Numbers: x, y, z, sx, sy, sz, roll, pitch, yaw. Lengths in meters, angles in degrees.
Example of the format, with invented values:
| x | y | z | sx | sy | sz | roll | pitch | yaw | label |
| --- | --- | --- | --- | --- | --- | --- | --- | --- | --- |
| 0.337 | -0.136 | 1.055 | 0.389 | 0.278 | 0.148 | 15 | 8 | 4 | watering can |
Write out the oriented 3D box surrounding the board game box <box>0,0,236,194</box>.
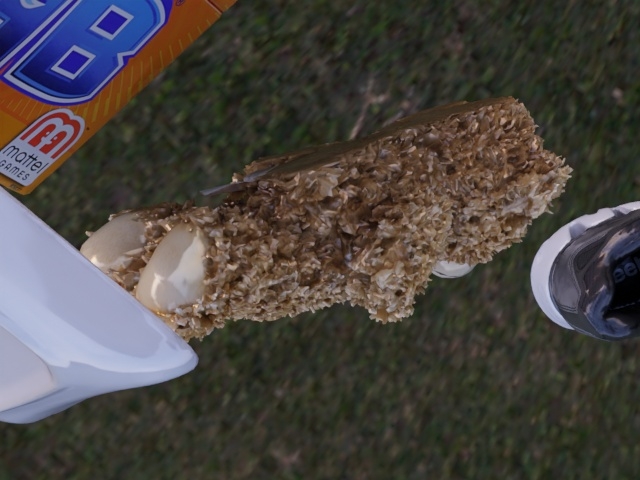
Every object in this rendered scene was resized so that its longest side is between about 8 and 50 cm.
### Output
| x | y | z | sx | sy | sz | roll | pitch | yaw | label |
| --- | --- | --- | --- | --- | --- | --- | --- | --- | --- |
| -0.221 | -0.307 | 1.078 | 0.356 | 0.356 | 0.356 | -42 | 68 | 5 | board game box |

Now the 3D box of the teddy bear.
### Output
| x | y | z | sx | sy | sz | roll | pitch | yaw | label |
| --- | --- | --- | --- | --- | --- | --- | --- | --- | --- |
| 0.000 | 0.000 | 1.199 | 0.245 | 0.338 | 0.113 | -4 | 104 | 43 | teddy bear |

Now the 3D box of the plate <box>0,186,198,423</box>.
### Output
| x | y | z | sx | sy | sz | roll | pitch | yaw | label |
| --- | --- | --- | --- | --- | --- | --- | --- | --- | --- |
| -0.221 | 0.007 | 0.946 | 0.277 | 0.045 | 0.278 | 41 | 156 | -13 | plate |

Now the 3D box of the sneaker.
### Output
| x | y | z | sx | sy | sz | roll | pitch | yaw | label |
| --- | --- | --- | --- | --- | --- | --- | --- | --- | --- |
| 0.224 | -0.010 | 0.959 | 0.234 | 0.106 | 0.078 | -29 | 103 | 4 | sneaker |
